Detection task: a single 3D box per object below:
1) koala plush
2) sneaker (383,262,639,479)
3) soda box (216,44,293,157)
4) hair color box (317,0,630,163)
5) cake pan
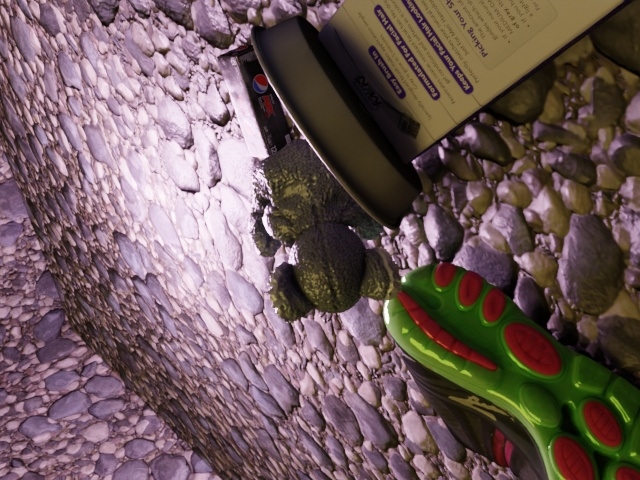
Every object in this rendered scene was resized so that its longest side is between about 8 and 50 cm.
[{"bbox_3d":[0.000,0.000,0.994,0.203,0.196,0.221,86,175,-58],"label":"koala plush"},{"bbox_3d":[0.278,0.225,0.965,0.483,0.185,0.202,48,166,21],"label":"sneaker"},{"bbox_3d":[-0.100,-0.216,1.168,0.060,0.053,0.169,14,128,50],"label":"soda box"},{"bbox_3d":[0.150,-0.234,0.748,0.185,0.110,0.339,56,148,0],"label":"hair color box"},{"bbox_3d":[0.029,-0.147,0.889,0.054,0.293,0.293,-34,88,15],"label":"cake pan"}]
